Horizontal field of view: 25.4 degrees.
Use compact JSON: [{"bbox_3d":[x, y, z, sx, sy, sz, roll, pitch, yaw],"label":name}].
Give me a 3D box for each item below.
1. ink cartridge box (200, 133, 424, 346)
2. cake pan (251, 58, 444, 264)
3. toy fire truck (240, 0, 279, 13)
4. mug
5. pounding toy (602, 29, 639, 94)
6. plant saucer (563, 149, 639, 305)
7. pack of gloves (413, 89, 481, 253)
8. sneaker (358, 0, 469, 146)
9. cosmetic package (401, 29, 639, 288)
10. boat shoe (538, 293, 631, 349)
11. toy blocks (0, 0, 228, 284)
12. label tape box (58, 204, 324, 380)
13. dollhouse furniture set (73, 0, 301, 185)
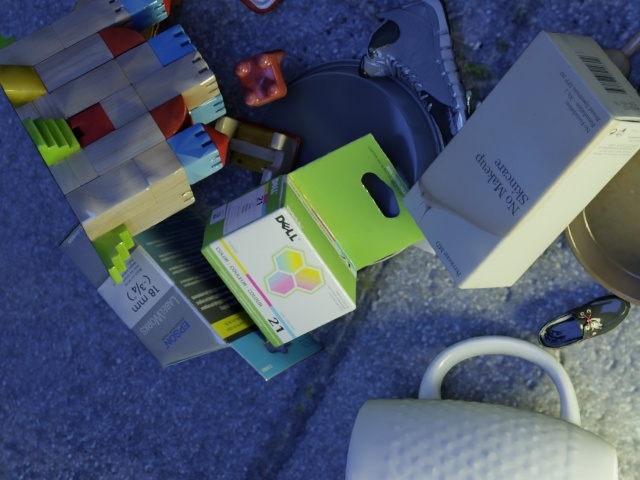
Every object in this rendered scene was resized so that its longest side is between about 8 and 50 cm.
[{"bbox_3d":[0.000,0.000,1.879,0.255,0.097,0.189,-26,117,19],"label":"ink cartridge box"},{"bbox_3d":[0.027,-0.106,1.976,0.293,0.054,0.293,2,96,24],"label":"cake pan"},{"bbox_3d":[-0.066,-0.492,1.937,0.254,0.169,0.302,41,109,-17],"label":"toy fire truck"},{"bbox_3d":[0.225,0.304,1.878,0.328,0.276,0.374,0,66,14],"label":"mug"},{"bbox_3d":[0.465,-0.184,1.793,0.183,0.110,0.237,-41,83,19],"label":"pounding toy"},{"bbox_3d":[0.444,-0.031,1.806,0.278,0.041,0.277,14,127,19],"label":"plant saucer"},{"bbox_3d":[0.216,-0.081,1.940,0.195,0.046,0.232,27,105,30],"label":"pack of gloves"},{"bbox_3d":[0.121,-0.210,1.896,0.132,0.086,0.228,-11,71,2],"label":"sneaker"},{"bbox_3d":[0.258,-0.097,1.782,0.309,0.113,0.160,-52,57,32],"label":"cosmetic package"},{"bbox_3d":[0.354,0.111,1.906,0.133,0.042,0.049,-26,86,19],"label":"boat shoe"},{"bbox_3d":[-0.247,-0.172,1.843,0.261,0.190,0.381,-29,66,-8],"label":"toy blocks"},{"bbox_3d":[-0.176,0.082,1.984,0.333,0.241,0.106,48,109,9],"label":"label tape box"},{"bbox_3d":[-0.184,-0.228,1.997,0.374,0.152,0.201,19,103,17],"label":"dollhouse furniture set"}]
